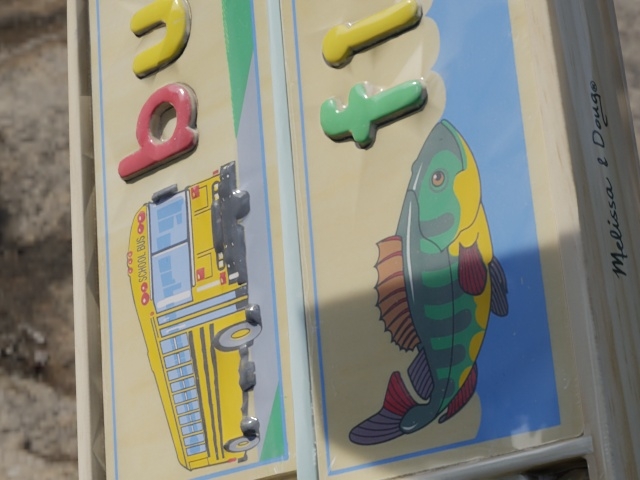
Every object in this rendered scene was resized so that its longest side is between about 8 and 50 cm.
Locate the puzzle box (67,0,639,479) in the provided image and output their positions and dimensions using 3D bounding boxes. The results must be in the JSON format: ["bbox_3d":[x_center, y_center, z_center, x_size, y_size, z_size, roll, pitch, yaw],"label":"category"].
[{"bbox_3d":[0.000,0.000,0.601,0.052,0.272,0.409,14,63,-45],"label":"puzzle box"}]
